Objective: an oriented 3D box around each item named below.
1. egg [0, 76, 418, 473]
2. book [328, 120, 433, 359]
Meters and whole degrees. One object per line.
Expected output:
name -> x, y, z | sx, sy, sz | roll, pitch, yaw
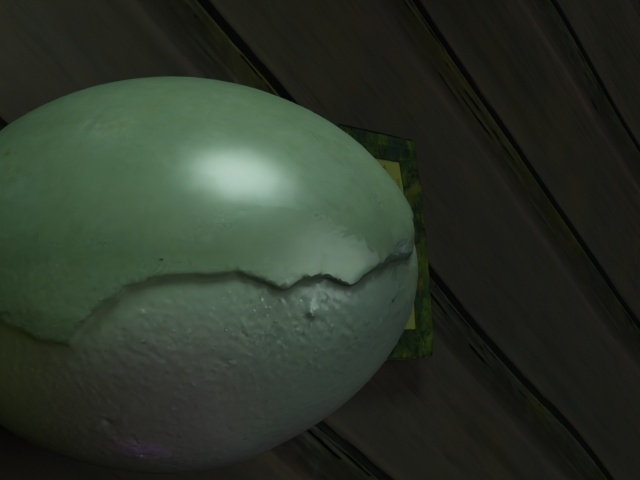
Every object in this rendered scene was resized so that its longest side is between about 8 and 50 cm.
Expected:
egg -> -0.060, 0.014, 0.576 | 0.183, 0.217, 0.183 | 14, 73, -55
book -> 0.000, 0.000, 0.822 | 0.228, 0.024, 0.160 | 6, 78, -52
